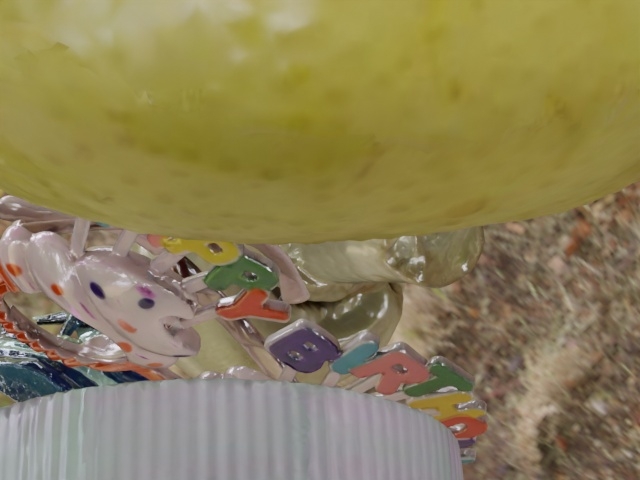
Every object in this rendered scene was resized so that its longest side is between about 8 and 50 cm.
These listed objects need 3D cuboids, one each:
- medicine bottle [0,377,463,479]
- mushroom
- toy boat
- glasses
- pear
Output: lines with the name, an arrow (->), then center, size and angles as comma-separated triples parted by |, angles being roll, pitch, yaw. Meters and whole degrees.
medicine bottle -> -0.024, 0.153, 0.333 | 0.139, 0.139, 0.225 | -11, 65, 19
mushroom -> 0.000, 0.000, 1.328 | 0.290, 0.292, 0.292 | 12, 79, 47
toy boat -> -0.257, 0.099, 1.821 | 0.210, 0.291, 0.070 | 4, 120, 5
glasses -> -0.029, 0.027, 0.704 | 0.162, 0.255, 0.095 | -10, 54, 48
pear -> -0.007, -0.154, 0.472 | 0.348, 0.348, 0.348 | -6, 72, 20
